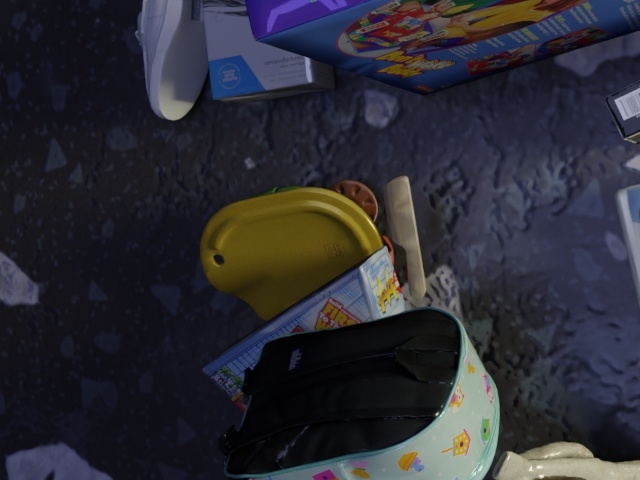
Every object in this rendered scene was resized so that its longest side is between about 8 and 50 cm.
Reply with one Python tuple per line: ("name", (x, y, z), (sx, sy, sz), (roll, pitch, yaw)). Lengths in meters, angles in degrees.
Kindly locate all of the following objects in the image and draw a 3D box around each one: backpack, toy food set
("backpack", (0.042, 0.139, 0.758), (0.188, 0.166, 0.144), (-24, 115, 27))
("toy food set", (0.000, 0.000, 0.921), (0.218, 0.071, 0.128), (-9, 113, 24))

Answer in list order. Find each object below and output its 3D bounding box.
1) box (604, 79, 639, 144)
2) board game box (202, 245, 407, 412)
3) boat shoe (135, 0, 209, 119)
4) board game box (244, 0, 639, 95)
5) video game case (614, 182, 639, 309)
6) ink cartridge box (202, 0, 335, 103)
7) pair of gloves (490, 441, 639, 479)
("box", (0.321, -0.134, 0.753), (0.207, 0.114, 0.036), (-26, 84, 22))
("board game box", (0.026, 0.110, 0.879), (0.194, 0.060, 0.194), (43, 121, 6))
("boat shoe", (-0.146, -0.209, 0.967), (0.063, 0.066, 0.184), (10, 99, 35))
("board game box", (0.120, -0.185, 0.706), (0.233, 0.347, 0.078), (-14, 87, 21))
("video game case", (0.411, 0.086, 0.771), (0.300, 0.036, 0.329), (-13, 89, 22))
("ink cartridge box", (-0.052, -0.223, 0.927), (0.104, 0.060, 0.180), (-6, 90, 23))
("pair of gloves", (0.170, 0.274, 0.804), (0.042, 0.204, 0.240), (41, 112, 59))
